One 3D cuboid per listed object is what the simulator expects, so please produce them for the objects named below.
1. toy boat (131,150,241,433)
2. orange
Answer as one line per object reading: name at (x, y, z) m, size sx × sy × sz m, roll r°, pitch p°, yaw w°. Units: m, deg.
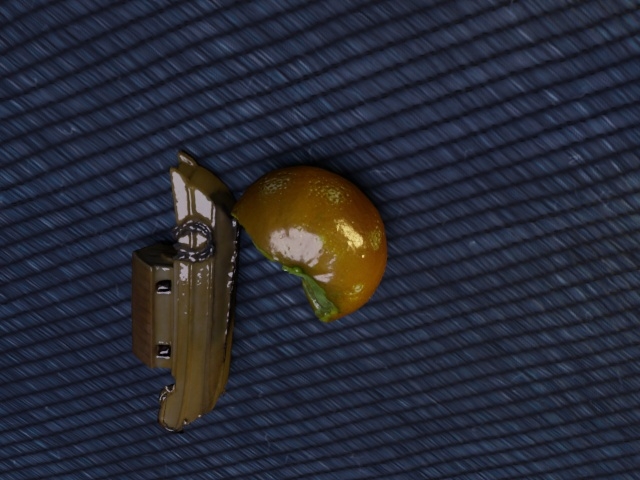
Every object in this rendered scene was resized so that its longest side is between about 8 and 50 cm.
toy boat at (-0.211, 0.082, 1.407) m, size 0.162 × 0.136 × 0.445 m, roll 8°, pitch 116°, yaw 1°
orange at (0.003, -0.004, 1.278) m, size 0.158 × 0.179 × 0.237 m, roll -32°, pitch 108°, yaw 28°
